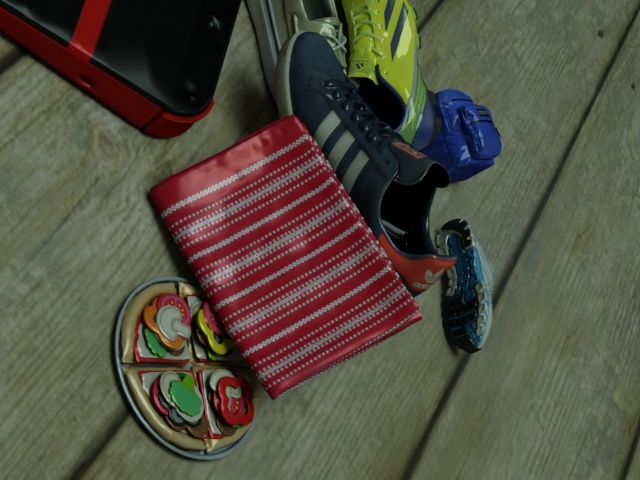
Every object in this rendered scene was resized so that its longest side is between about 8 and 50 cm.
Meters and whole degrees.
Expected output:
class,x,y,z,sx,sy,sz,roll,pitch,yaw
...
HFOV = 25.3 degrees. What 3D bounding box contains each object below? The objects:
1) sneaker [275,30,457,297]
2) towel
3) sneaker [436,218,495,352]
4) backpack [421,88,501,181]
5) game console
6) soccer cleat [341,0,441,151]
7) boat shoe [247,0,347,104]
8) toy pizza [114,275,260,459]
class,x,y,z,sx,sy,sz,roll,pitch,yaw
sneaker,0.063,-0.099,1.642,0.131,0.148,0.350,-6,74,-52
towel,-0.038,0.012,1.539,0.199,0.031,0.274,-27,75,-17
sneaker,0.209,0.066,1.902,0.083,0.071,0.190,31,48,-43
backpack,0.190,-0.153,1.982,0.098,0.101,0.120,1,65,-57
game console,-0.227,-0.339,1.602,0.342,0.060,0.386,32,54,-30
soccer cleat,0.075,-0.251,1.908,0.121,0.093,0.289,-4,72,-44
boat shoe,-0.017,-0.251,1.793,0.109,0.094,0.302,-12,78,-52
toy pizza,-0.130,0.129,1.487,0.201,0.032,0.201,27,50,-38
